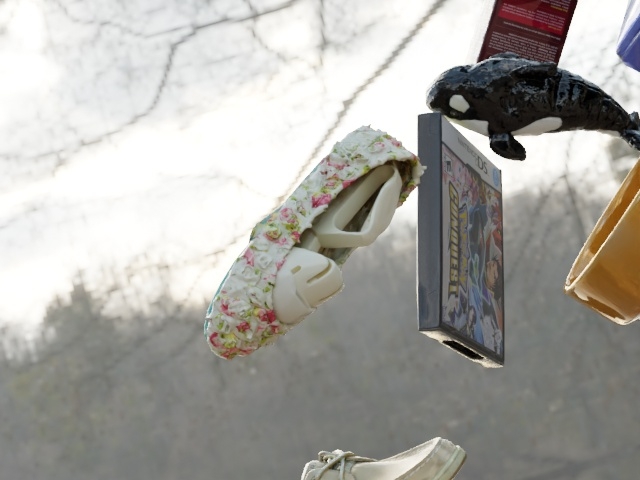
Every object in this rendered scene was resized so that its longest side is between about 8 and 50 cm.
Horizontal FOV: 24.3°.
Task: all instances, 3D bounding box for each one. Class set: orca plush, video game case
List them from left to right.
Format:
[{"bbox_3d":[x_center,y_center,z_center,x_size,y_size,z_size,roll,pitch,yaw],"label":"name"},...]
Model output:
[{"bbox_3d":[0.180,0.005,1.884,0.035,0.275,0.248,-6,-17,23],"label":"video game case"},{"bbox_3d":[0.282,-0.176,1.872,0.287,0.151,0.102,22,-25,0],"label":"orca plush"}]

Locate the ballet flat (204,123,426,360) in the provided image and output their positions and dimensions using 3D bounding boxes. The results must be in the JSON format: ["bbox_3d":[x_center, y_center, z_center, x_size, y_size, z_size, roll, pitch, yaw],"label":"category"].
[{"bbox_3d":[0.000,0.000,1.184,0.077,0.241,0.091,17,-29,38],"label":"ballet flat"}]

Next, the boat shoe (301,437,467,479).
[{"bbox_3d":[0.016,0.276,1.576,0.302,0.098,0.109,-33,1,27],"label":"boat shoe"}]

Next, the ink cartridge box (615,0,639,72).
[{"bbox_3d":[0.367,-0.186,1.013,0.270,0.395,0.151,26,-44,-2],"label":"ink cartridge box"}]

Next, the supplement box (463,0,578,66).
[{"bbox_3d":[0.316,-0.343,2.295,0.130,0.239,0.073,15,9,-13],"label":"supplement box"}]

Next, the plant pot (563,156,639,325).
[{"bbox_3d":[0.326,0.005,1.174,0.205,0.188,0.205,-57,-5,-7],"label":"plant pot"}]
